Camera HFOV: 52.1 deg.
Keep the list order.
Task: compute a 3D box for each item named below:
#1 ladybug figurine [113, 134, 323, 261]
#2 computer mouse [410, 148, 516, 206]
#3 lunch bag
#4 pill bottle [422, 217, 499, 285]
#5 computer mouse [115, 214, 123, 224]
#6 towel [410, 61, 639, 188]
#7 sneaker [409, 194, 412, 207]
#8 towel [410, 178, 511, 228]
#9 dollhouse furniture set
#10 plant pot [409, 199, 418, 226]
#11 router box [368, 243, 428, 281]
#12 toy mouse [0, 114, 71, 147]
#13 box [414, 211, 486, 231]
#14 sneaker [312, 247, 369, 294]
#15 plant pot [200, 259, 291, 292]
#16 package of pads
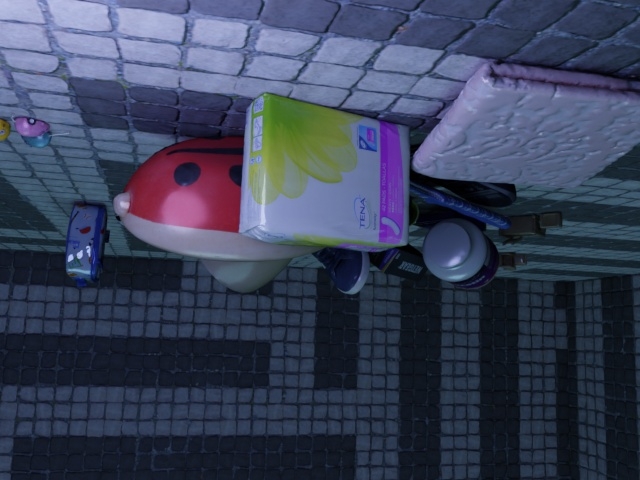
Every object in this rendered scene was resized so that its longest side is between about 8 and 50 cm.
[{"bbox_3d":[-0.147,-0.088,1.195,0.449,0.161,0.305,-6,-146,-35],"label":"ladybug figurine"},{"bbox_3d":[0.295,-0.144,1.315,0.272,0.072,0.188,23,163,-34],"label":"computer mouse"},{"bbox_3d":[-0.732,0.021,2.055,0.115,0.243,0.303,4,171,-15],"label":"lunch bag"},{"bbox_3d":[0.405,0.039,1.898,0.182,0.181,0.323,-2,170,25],"label":"pill bottle"},{"bbox_3d":[-0.589,-0.068,2.103,0.193,0.042,0.106,-6,170,42],"label":"computer mouse"},{"bbox_3d":[0.337,-0.169,1.032,0.317,0.053,0.332,3,163,-8],"label":"towel"},{"bbox_3d":[0.090,-0.101,1.576,0.294,0.102,0.146,2,166,-25],"label":"sneaker"},{"bbox_3d":[0.251,-0.093,1.430,0.243,0.040,0.336,27,-170,38],"label":"towel"},{"bbox_3d":[0.637,0.009,1.948,0.182,0.160,0.101,-4,170,39],"label":"dollhouse furniture set"},{"bbox_3d":[0.218,-0.077,1.774,0.083,0.083,0.079,2,-177,-1],"label":"plant pot"},{"bbox_3d":[0.169,0.008,1.898,0.243,0.081,0.309,39,-170,25],"label":"router box"},{"bbox_3d":[-0.540,-0.198,1.218,0.143,0.031,0.161,6,171,-27],"label":"toy mouse"},{"bbox_3d":[0.391,-0.054,2.002,0.136,0.036,0.225,-7,169,43],"label":"box"},{"bbox_3d":[0.000,0.000,1.648,0.148,0.131,0.350,19,-155,-35],"label":"sneaker"},{"bbox_3d":[-0.137,-0.048,1.471,0.191,0.284,0.284,-26,159,26],"label":"plant pot"},{"bbox_3d":[0.013,-0.099,1.096,0.297,0.229,0.101,7,170,-29],"label":"package of pads"}]
